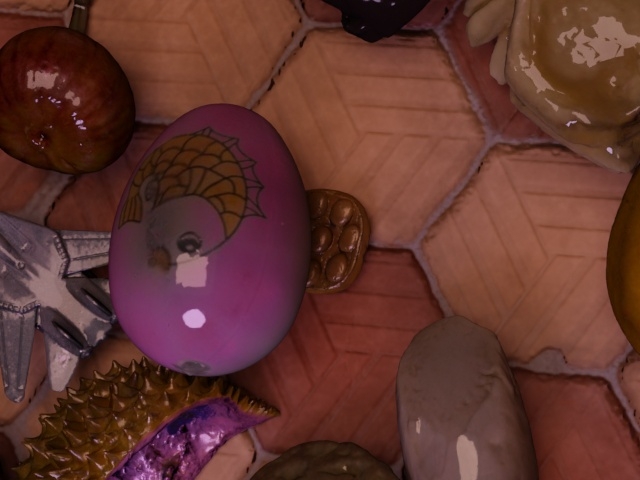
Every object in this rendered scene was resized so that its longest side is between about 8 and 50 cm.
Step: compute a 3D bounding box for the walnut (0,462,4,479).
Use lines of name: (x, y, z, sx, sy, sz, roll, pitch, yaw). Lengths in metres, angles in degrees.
walnut: (-0.406, 0.324, 1.702, 0.209, 0.209, 0.336, 6, 83, 14)

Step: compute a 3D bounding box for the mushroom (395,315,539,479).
mushroom: (0.140, 0.242, 1.637, 0.128, 0.128, 0.350, -5, 83, 12)

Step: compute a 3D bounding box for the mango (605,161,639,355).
mango: (0.415, -0.029, 1.604, 0.365, 0.182, 0.253, -46, 76, 13)

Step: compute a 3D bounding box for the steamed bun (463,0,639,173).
steamed bun: (0.260, -0.277, 1.685, 0.247, 0.189, 0.428, 20, 79, 2)

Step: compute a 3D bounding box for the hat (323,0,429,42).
hat: (0.049, -0.385, 1.697, 0.238, 0.209, 0.336, 28, 86, 51)

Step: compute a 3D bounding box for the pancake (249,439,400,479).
pancake: (-0.013, 0.290, 1.646, 0.242, 0.050, 0.242, -19, 46, 22)

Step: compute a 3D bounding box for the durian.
durian: (-0.210, 0.205, 1.731, 0.186, 0.154, 0.260, 28, 78, 40)

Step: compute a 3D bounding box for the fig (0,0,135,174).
fig: (-0.272, -0.152, 1.796, 0.149, 0.148, 0.202, -11, 33, -18)

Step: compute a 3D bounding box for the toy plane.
toy plane: (-0.309, 0.021, 1.798, 0.267, 0.088, 0.212, 38, 84, 25)

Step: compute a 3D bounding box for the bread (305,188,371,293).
bread: (0.000, 0.000, 1.758, 0.110, 0.024, 0.110, -4, 77, 18)

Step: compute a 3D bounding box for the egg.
egg: (-0.105, -0.002, 1.684, 0.196, 0.196, 0.271, -12, 51, 10)
